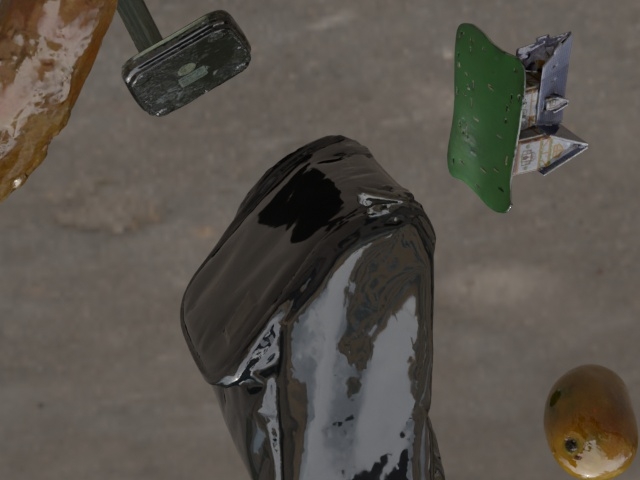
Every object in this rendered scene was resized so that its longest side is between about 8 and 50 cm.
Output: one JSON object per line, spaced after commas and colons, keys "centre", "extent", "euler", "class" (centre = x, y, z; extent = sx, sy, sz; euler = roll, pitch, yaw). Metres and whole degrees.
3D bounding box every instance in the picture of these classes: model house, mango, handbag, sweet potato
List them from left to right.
{"centre": [-0.230, -0.031, 0.953], "extent": [0.354, 0.095, 0.106], "euler": [-42, 149, 11], "class": "sweet potato"}
{"centre": [-0.015, 0.066, 1.294], "extent": [0.178, 0.302, 0.275], "euler": [-11, 108, -7], "class": "handbag"}
{"centre": [0.187, -0.122, 1.571], "extent": [0.088, 0.117, 0.167], "euler": [-14, 123, -24], "class": "model house"}
{"centre": [0.296, 0.194, 1.850], "extent": [0.111, 0.163, 0.089], "euler": [35, 121, -25], "class": "mango"}

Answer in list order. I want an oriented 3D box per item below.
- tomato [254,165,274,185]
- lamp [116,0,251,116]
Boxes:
{"centre": [-0.003, 0.001, 2.109], "extent": [0.228, 0.101, 0.228], "euler": [19, 133, 22], "class": "tomato"}
{"centre": [-0.137, -0.278, 1.524], "extent": [0.203, 0.283, 0.124], "euler": [-27, 179, 1], "class": "lamp"}
